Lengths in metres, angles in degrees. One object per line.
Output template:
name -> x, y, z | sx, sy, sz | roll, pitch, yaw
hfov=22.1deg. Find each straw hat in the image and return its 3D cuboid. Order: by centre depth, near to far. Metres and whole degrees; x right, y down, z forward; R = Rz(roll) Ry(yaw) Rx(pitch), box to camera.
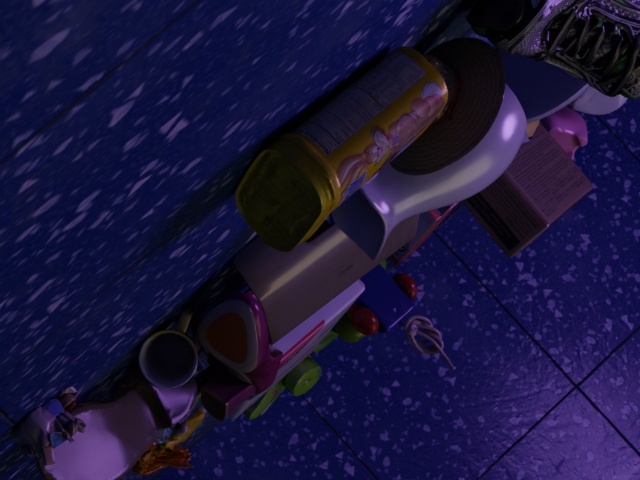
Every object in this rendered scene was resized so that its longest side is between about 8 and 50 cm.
straw hat -> 0.092, -0.133, 1.489 | 0.144, 0.144, 0.061 | -44, 134, 18

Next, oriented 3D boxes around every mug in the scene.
mug -> -0.153, 0.117, 1.753 | 0.078, 0.062, 0.064 | -36, -177, 4

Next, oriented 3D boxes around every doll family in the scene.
doll family -> -0.174, 0.204, 1.935 | 0.163, 0.118, 0.263 | -43, 173, -18

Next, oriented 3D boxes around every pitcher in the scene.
pitcher -> 0.104, -0.099, 1.651 | 0.207, 0.125, 0.178 | -36, 151, -15

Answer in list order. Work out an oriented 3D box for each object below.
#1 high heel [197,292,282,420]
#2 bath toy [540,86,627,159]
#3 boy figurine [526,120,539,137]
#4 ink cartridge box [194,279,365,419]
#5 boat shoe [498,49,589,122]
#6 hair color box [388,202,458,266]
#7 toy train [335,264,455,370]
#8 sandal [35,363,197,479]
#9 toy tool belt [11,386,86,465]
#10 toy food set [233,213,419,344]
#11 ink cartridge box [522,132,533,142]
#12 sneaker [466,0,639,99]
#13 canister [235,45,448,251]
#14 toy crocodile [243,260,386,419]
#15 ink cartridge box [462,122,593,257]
high heel -> -0.070, 0.104, 1.803 | 0.117, 0.082, 0.244 | -45, 158, -30
bath toy -> 0.341, -0.183, 2.564 | 0.348, 0.151, 0.129 | -50, -151, 38
boy figurine -> 0.229, -0.160, 2.106 | 0.177, 0.092, 0.285 | -34, 173, -20
ink cartridge box -> -0.062, 0.119, 2.168 | 0.172, 0.100, 0.237 | -39, 173, -28
boat shoe -> 0.319, -0.251, 1.946 | 0.306, 0.113, 0.105 | -51, 160, -1
hair color box -> 0.112, -0.040, 2.211 | 0.053, 0.093, 0.167 | -40, 173, -29
toy train -> 0.070, 0.107, 2.272 | 0.105, 0.248, 0.143 | -39, 178, -32
sandal -> -0.233, 0.207, 1.756 | 0.079, 0.088, 0.240 | -21, -172, 41
toy tool belt -> -0.252, 0.181, 1.575 | 0.052, 0.051, 0.083 | -46, 174, 36
toy food set -> 0.000, 0.000, 1.866 | 0.219, 0.092, 0.306 | -37, 168, -8
ink cartridge box -> 0.167, -0.121, 1.898 | 0.145, 0.045, 0.179 | -9, -174, 14
sneaker -> 0.265, -0.211, 1.559 | 0.134, 0.146, 0.343 | -43, 161, 31
canister -> 0.020, -0.079, 1.380 | 0.170, 0.073, 0.126 | -41, 175, -30
toy crocodile -> -0.021, 0.143, 2.593 | 0.340, 0.115, 0.105 | -45, 155, 9
ink cartridge box -> 0.280, -0.099, 2.405 | 0.088, 0.193, 0.234 | -43, 174, 30
